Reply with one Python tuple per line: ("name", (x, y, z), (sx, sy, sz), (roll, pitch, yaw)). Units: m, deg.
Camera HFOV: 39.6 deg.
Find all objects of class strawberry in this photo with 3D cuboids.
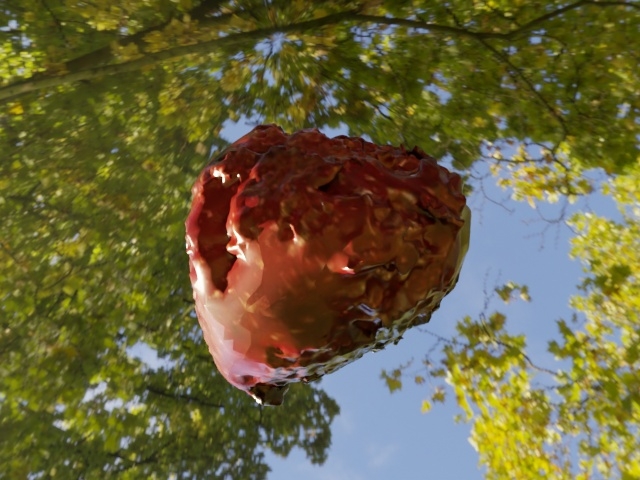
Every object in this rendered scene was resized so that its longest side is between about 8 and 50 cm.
("strawberry", (0.000, 0.000, 0.775), (0.274, 0.274, 0.220), (-33, -100, 5))
